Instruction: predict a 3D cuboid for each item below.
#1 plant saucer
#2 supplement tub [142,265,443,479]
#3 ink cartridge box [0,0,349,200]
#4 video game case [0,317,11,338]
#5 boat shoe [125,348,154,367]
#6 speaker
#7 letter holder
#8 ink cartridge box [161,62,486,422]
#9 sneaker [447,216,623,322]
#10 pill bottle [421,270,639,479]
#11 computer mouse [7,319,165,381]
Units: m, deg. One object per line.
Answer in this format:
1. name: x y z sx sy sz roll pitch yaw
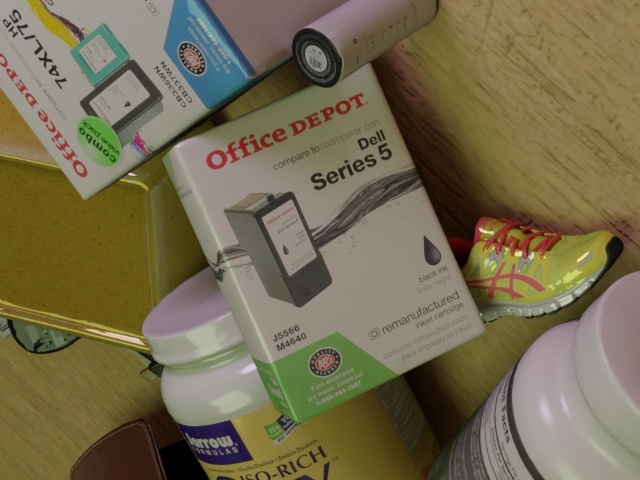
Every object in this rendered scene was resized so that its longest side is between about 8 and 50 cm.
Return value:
1. plant saucer: -0.278 -0.005 1.365 0.333 0.081 0.332 12 124 15
2. supplement tub: -0.024 0.184 1.279 0.241 0.241 0.331 -11 113 46
3. ink cartridge box: -0.147 -0.203 1.093 0.270 0.197 0.198 -29 99 43
4. video game case: -0.465 0.004 1.650 0.244 0.061 0.269 45 141 -13
5. boat shoe: -0.241 0.111 1.569 0.206 0.075 0.065 31 110 21
6. speaker: 0.040 -0.182 1.009 0.055 0.136 0.055 28 138 29
7. letter holder: -0.218 0.362 1.671 0.302 0.152 0.214 -38 68 51
8. ink cartridge box: 0.000 0.000 1.093 0.272 0.198 0.115 66 169 -5
9. sneaker: 0.181 0.017 1.085 0.208 0.081 0.094 -20 104 49
10. pill bottle: 0.243 0.199 1.074 0.210 0.210 0.363 40 140 10
11. computer mouse: -0.267 0.103 1.516 0.262 0.060 0.184 -27 91 20
